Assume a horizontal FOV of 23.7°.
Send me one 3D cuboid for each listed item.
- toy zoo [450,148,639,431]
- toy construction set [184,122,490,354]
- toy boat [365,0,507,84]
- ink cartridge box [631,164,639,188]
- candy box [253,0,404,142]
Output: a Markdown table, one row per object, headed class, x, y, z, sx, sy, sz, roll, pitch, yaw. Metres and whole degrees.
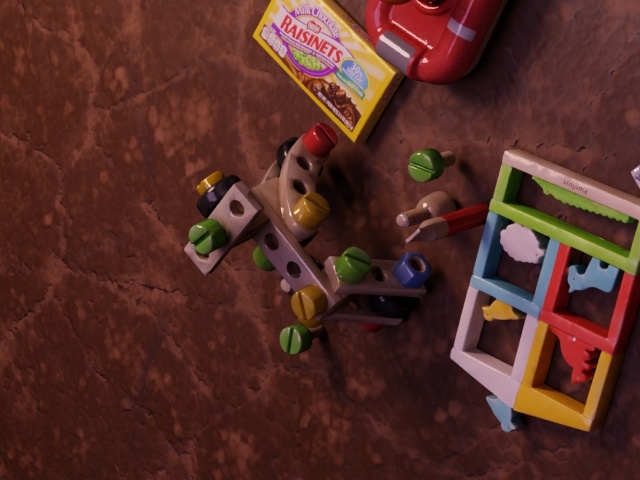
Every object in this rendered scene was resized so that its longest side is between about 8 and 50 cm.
| class | x | y | z | sx | sy | sz | roll | pitch | yaw |
| --- | --- | --- | --- | --- | --- | --- | --- | --- | --- |
| toy zoo | 0.242 | 0.071 | 1.621 | 0.192 | 0.030 | 0.293 | 26 | 113 | 37 |
| toy construction set | 0.000 | 0.000 | 1.678 | 0.308 | 0.237 | 0.258 | -13 | 93 | 40 |
| toy boat | 0.110 | -0.280 | 1.612 | 0.151 | 0.151 | 0.231 | 39 | 120 | 31 |
| ink cartridge box | 0.425 | -0.032 | 1.436 | 0.208 | 0.045 | 0.206 | -39 | 70 | 37 |
| candy box | 0.007 | -0.220 | 1.795 | 0.206 | 0.027 | 0.105 | 48 | 122 | 26 |
